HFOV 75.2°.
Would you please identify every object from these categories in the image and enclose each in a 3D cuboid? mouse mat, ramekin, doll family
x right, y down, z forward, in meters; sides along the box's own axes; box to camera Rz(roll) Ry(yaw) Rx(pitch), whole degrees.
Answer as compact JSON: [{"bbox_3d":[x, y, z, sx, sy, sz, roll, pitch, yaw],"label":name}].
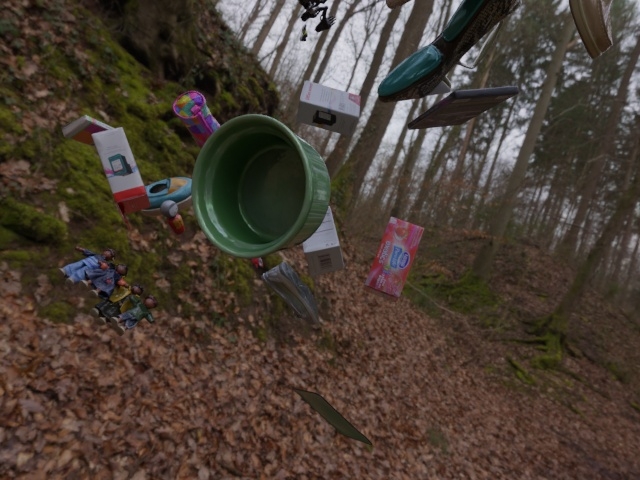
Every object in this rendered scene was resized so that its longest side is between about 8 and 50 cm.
[{"bbox_3d":[0.025,0.420,0.998,0.189,0.007,0.152,45,-28,-11],"label":"mouse mat"},{"bbox_3d":[-0.125,-0.113,0.935,0.303,0.304,0.148,22,10,24],"label":"ramekin"},{"bbox_3d":[-0.384,0.085,0.768,0.076,0.111,0.193,-24,-77,32],"label":"doll family"}]

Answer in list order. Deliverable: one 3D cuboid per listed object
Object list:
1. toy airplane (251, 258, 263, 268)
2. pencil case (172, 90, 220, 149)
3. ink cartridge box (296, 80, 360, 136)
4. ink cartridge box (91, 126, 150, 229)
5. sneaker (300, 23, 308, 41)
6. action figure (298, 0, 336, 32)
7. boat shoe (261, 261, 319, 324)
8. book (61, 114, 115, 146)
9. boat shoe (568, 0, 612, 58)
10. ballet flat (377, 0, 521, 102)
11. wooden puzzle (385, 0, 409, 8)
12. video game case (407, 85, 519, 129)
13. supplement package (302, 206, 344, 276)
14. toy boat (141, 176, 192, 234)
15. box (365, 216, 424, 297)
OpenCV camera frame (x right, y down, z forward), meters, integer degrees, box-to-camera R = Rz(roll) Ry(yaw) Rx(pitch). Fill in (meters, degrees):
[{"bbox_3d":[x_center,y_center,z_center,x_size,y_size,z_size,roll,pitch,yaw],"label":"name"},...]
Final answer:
[{"bbox_3d":[-0.192,0.017,1.215,0.028,0.151,0.151,-15,-9,-1],"label":"toy airplane"},{"bbox_3d":[-0.348,-0.339,1.250,0.104,0.104,0.236,23,-14,18],"label":"pencil case"},{"bbox_3d":[0.024,-0.390,1.226,0.175,0.127,0.072,14,-43,-6],"label":"ink cartridge box"},{"bbox_3d":[-0.507,-0.156,1.082,0.231,0.078,0.134,69,-20,2],"label":"ink cartridge box"},{"bbox_3d":[-0.074,-0.987,1.982,0.035,0.083,0.031,14,3,-5],"label":"sneaker"},{"bbox_3d":[-0.022,-0.832,1.392,0.164,0.141,0.275,41,3,9],"label":"action figure"},{"bbox_3d":[-0.101,0.216,1.584,0.320,0.103,0.118,56,14,-36],"label":"boat shoe"},{"bbox_3d":[-0.735,-0.348,1.340,0.035,0.096,0.144,67,10,10],"label":"book"},{"bbox_3d":[0.489,-0.477,0.726,0.098,0.303,0.109,-7,-7,39],"label":"boat shoe"},{"bbox_3d":[0.400,-0.570,1.277,0.182,0.483,0.164,27,37,-32],"label":"ballet flat"},{"bbox_3d":[0.366,-0.730,1.056,0.322,0.348,0.081,0,-54,47],"label":"wooden puzzle"},{"bbox_3d":[0.403,-0.382,1.217,0.196,0.026,0.274,-9,1,-14],"label":"video game case"},{"bbox_3d":[0.000,0.000,1.239,0.105,0.179,0.105,-13,-47,2],"label":"supplement package"},{"bbox_3d":[-0.617,-0.166,1.706,0.318,0.267,0.148,-122,-164,-45],"label":"toy boat"},{"bbox_3d":[0.294,0.080,1.673,0.142,0.300,0.154,20,-14,11],"label":"box"}]
